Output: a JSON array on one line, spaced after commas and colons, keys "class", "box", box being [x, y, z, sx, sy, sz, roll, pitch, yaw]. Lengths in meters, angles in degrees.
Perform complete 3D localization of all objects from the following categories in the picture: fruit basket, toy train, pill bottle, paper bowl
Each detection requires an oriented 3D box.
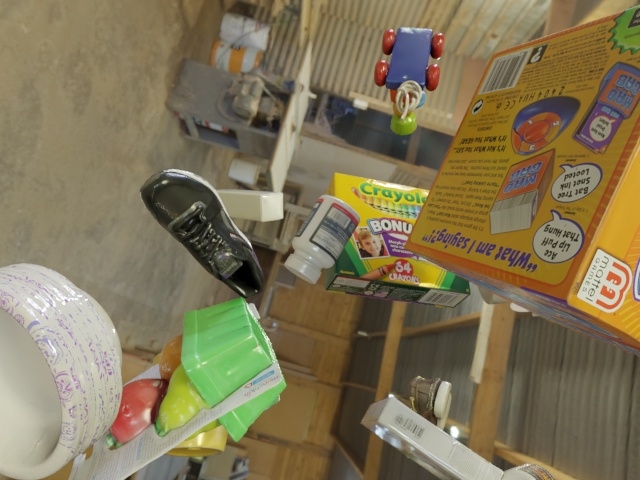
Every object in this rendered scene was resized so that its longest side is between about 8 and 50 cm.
[{"class": "fruit basket", "box": [-0.232, 0.256, 0.825, 0.353, 0.166, 0.327, -37, -163, -5]}, {"class": "toy train", "box": [0.143, -0.236, 0.868, 0.143, 0.105, 0.248, 83, 18, -54]}, {"class": "pill bottle", "box": [0.584, 0.699, 1.428, 0.245, 0.130, 0.131, 25, 79, -52]}, {"class": "pill bottle", "box": [0.000, 0.000, 1.131, 0.180, 0.107, 0.108, -57, 177, -12]}, {"class": "paper bowl", "box": [-0.403, 0.173, 0.724, 0.148, 0.284, 0.285, -33, 142, -66]}]

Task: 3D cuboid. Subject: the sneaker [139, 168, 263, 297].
[{"class": "sneaker", "box": [-0.179, -0.004, 0.861, 0.107, 0.283, 0.124, -40, -134, -1]}]

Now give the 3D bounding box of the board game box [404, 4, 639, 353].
[{"class": "board game box", "box": [0.409, -0.052, 0.723, 0.357, 0.356, 0.356, -65, -160, 0]}]

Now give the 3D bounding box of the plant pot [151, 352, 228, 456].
[{"class": "plant pot", "box": [-0.331, 0.440, 1.363, 0.254, 0.253, 0.239, 108, -17, -58]}]

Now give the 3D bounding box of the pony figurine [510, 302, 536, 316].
[{"class": "pony figurine", "box": [0.587, -0.014, 1.123, 0.350, 0.363, 0.303, -15, -91, 45]}]

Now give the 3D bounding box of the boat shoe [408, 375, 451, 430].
[{"class": "boat shoe", "box": [0.295, 0.448, 1.379, 0.324, 0.096, 0.117, 68, 41, -57]}]

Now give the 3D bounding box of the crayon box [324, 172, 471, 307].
[{"class": "crayon box", "box": [0.196, -0.001, 1.359, 0.106, 0.362, 0.313, 119, -24, -55]}]

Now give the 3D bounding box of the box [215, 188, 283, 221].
[{"class": "box", "box": [-0.265, -0.127, 1.792, 0.113, 0.275, 0.094, -12, 106, -48]}]

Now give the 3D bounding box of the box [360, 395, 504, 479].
[{"class": "box", "box": [0.204, 0.413, 1.035, 0.059, 0.232, 0.322, -55, 169, -17]}]

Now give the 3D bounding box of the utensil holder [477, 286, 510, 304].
[{"class": "utensil holder", "box": [0.702, 0.030, 1.628, 0.327, 0.384, 0.328, -8, 90, -85]}]
